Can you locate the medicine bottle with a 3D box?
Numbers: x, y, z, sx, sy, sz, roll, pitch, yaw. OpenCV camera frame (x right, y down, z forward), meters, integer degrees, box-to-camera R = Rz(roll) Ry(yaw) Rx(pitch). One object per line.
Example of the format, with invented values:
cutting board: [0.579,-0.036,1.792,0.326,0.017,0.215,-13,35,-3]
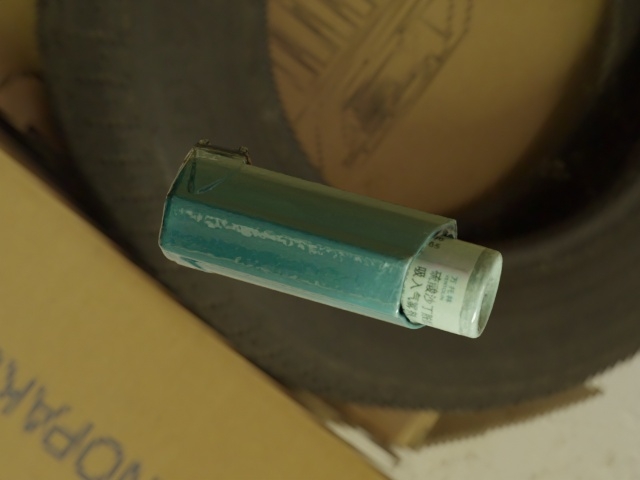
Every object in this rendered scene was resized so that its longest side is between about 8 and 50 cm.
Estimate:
medicine bottle: [0.000,0.000,1.258,0.258,0.079,0.124,16,-165,16]
